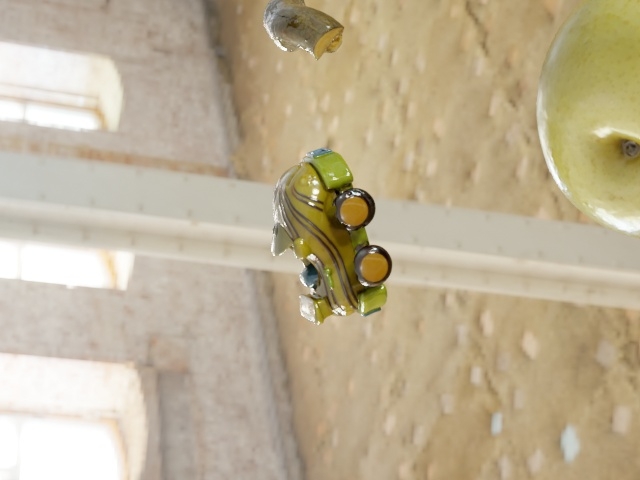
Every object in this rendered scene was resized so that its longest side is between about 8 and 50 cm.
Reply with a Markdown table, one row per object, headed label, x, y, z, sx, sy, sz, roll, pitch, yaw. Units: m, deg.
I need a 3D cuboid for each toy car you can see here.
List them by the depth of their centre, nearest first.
| label | x | y | z | sx | sy | sz | roll | pitch | yaw |
| --- | --- | --- | --- | --- | --- | --- | --- | --- | --- |
| toy car | 0.000 | 0.000 | 1.858 | 0.200 | 0.142 | 0.248 | -165 | -125 | -75 |

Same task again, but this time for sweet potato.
| label | x | y | z | sx | sy | sz | roll | pitch | yaw |
| --- | --- | --- | --- | --- | --- | --- | --- | --- | --- |
| sweet potato | -0.038 | -0.371 | 2.219 | 0.286 | 0.112 | 0.085 | -121 | -153 | -65 |

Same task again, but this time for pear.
| label | x | y | z | sx | sy | sz | roll | pitch | yaw |
| --- | --- | --- | --- | --- | --- | --- | --- | --- | --- |
| pear | 0.442 | -0.176 | 1.643 | 0.348 | 0.348 | 0.348 | -173 | -90 | -72 |
